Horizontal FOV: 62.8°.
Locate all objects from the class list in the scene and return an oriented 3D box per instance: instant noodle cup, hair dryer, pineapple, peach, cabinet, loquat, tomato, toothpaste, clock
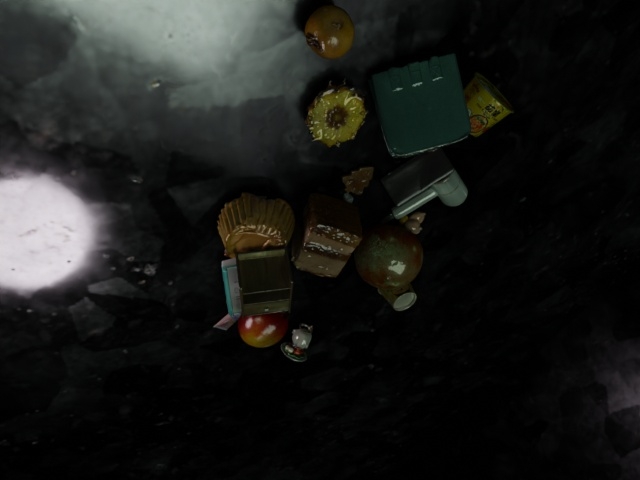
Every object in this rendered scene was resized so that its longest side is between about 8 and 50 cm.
[{"bbox_3d":[0.520,-0.437,1.729,0.182,0.182,0.144,19,129,-37],"label":"instant noodle cup"},{"bbox_3d":[0.372,-0.148,2.000,0.357,0.108,0.173,-31,135,18],"label":"hair dryer"},{"bbox_3d":[0.044,-0.390,1.609,0.224,0.076,0.225,-15,134,-16],"label":"pineapple"},{"bbox_3d":[-0.202,0.296,1.913,0.197,0.197,0.197,-13,135,-14],"label":"peach"},{"bbox_3d":[-0.190,0.151,1.776,0.174,0.148,0.215,-6,146,-10],"label":"cabinet"},{"bbox_3d":[0.343,0.229,2.307,0.151,0.122,0.151,-15,138,-14],"label":"instant noodle cup"},{"bbox_3d":[0.027,-0.553,1.395,0.141,0.141,0.141,-13,135,-14],"label":"loquat"},{"bbox_3d":[0.257,0.073,2.016,0.270,0.223,0.270,4,141,3],"label":"tomato"},{"bbox_3d":[-0.348,0.302,2.112,0.067,0.043,0.194,24,123,-41],"label":"toothpaste"},{"bbox_3d":[-0.247,0.150,1.971,0.231,0.116,0.262,-9,133,-11],"label":"clock"}]

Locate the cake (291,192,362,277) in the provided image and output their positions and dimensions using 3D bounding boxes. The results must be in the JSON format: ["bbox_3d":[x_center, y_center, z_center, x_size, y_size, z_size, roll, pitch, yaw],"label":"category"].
[{"bbox_3d":[0.000,0.000,1.871,0.198,0.196,0.293,14,130,-22],"label":"cake"}]

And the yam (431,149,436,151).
[{"bbox_3d":[0.347,-0.355,1.738,0.079,0.141,0.079,-12,133,-13],"label":"yam"}]

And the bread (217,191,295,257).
[{"bbox_3d":[-0.211,-0.034,1.779,0.274,0.149,0.274,-9,138,-9],"label":"bread"}]

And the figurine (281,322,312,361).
[{"bbox_3d":[-0.091,0.441,2.319,0.132,0.132,0.154,15,110,-35],"label":"figurine"}]

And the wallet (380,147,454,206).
[{"bbox_3d":[0.347,-0.235,1.882,0.244,0.025,0.124,-33,91,9],"label":"wallet"}]

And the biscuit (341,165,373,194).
[{"bbox_3d":[0.136,-0.219,1.856,0.130,0.019,0.119,-39,135,14],"label":"biscuit"}]

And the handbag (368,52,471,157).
[{"bbox_3d":[0.308,-0.409,1.611,0.268,0.100,0.274,-18,94,3],"label":"handbag"}]

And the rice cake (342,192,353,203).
[{"bbox_3d":[0.090,-0.088,1.949,0.033,0.033,0.208,-10,134,-19],"label":"rice cake"}]

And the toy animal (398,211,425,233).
[{"bbox_3d":[0.370,-0.057,2.076,0.114,0.082,0.091,-19,136,-9],"label":"toy animal"}]
